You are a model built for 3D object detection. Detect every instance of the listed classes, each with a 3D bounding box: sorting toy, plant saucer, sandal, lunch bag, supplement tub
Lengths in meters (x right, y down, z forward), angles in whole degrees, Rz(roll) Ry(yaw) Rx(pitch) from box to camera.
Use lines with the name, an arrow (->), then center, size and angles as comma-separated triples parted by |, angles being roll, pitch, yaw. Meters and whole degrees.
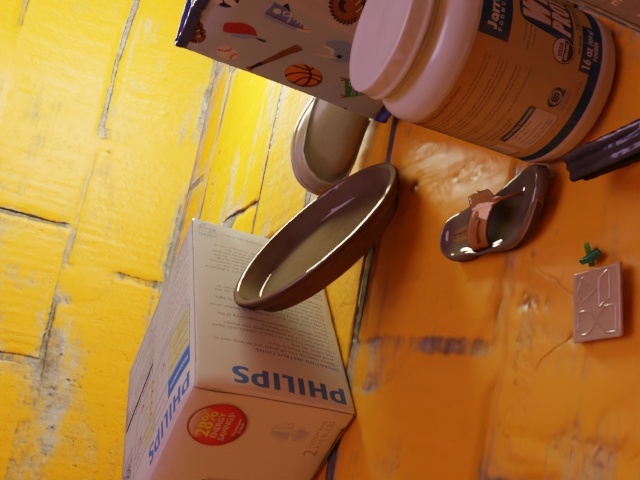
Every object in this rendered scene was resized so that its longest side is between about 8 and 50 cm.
sorting toy -> 0.220, 0.037, 0.603 | 0.062, 0.012, 0.083 | 142, 136, -67
plant saucer -> 0.000, 0.000, 1.021 | 0.278, 0.041, 0.278 | -38, 15, 12
sandal -> 0.160, -0.022, 0.757 | 0.180, 0.049, 0.072 | 146, 135, -62
lunch bag -> 0.019, -0.408, 1.016 | 0.239, 0.328, 0.385 | -32, 43, 59
supplement tub -> 0.141, -0.161, 0.685 | 0.144, 0.200, 0.144 | -165, 90, -70

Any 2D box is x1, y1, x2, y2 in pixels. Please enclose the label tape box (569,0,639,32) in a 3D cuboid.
label tape box -> 0.252, -0.291, 0.342 | 0.347, 0.115, 0.249 | 132, 153, -63

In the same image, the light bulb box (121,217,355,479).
light bulb box -> -0.145, 0.227, 1.152 | 0.361, 0.225, 0.357 | -104, 35, -53

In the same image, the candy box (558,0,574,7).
candy box -> 0.207, -0.258, 0.837 | 0.206, 0.027, 0.105 | -19, 55, 67

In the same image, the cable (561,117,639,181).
cable -> 0.253, -0.102, 0.490 | 0.072, 0.140, 0.287 | 61, 174, -3

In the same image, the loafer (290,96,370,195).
loafer -> 0.029, -0.198, 1.163 | 0.092, 0.102, 0.268 | 155, 132, -68
